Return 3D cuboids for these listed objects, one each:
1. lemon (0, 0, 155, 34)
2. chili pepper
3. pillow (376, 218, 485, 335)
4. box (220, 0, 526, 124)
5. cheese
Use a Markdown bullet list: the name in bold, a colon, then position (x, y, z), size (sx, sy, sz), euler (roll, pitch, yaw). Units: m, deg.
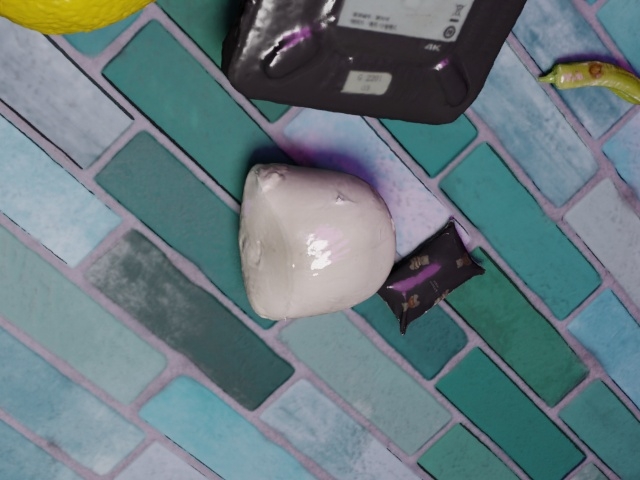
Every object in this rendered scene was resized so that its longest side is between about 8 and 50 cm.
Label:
- **lemon**: position (-0.227, -0.342, 0.975), size (0.268, 0.268, 0.322), euler (38, 101, -29)
- **chili pepper**: position (0.388, -0.209, 1.372), size (0.208, 0.043, 0.049), euler (9, 97, -23)
- **pillow**: position (0.145, 0.051, 1.401), size (0.150, 0.048, 0.090), euler (-38, 128, -4)
- **box**: position (0.090, -0.296, 1.149), size (0.359, 0.091, 0.350), euler (2, 125, -30)
- **cheese**: position (0.000, 0.000, 1.269), size (0.189, 0.154, 0.198), euler (-8, 115, -22)
